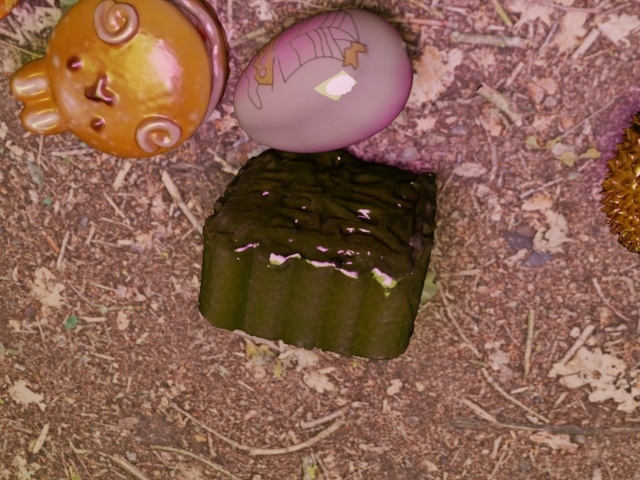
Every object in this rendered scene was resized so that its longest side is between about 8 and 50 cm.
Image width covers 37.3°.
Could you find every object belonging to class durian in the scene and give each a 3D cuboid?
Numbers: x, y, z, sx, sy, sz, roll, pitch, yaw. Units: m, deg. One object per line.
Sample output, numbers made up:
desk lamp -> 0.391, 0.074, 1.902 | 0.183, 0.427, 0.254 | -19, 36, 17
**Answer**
durian -> 0.534, -0.078, 1.293 | 0.292, 0.258, 0.258 | 6, 117, 3

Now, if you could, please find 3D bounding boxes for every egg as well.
egg -> 0.000, -0.225, 1.355 | 0.271, 0.196, 0.196 | -3, 116, 20

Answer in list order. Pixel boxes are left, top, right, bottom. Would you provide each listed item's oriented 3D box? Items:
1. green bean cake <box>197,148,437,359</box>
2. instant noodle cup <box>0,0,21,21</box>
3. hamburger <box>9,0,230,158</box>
green bean cake -> 0.000, 0.000, 1.387 | 0.318, 0.335, 0.218 | 10, 119, 2
instant noodle cup -> -0.484, -0.447, 1.340 | 0.264, 0.200, 0.265 | 5, 116, 9
hamburger -> -0.299, -0.252, 1.410 | 0.302, 0.186, 0.261 | 2, 116, 14
